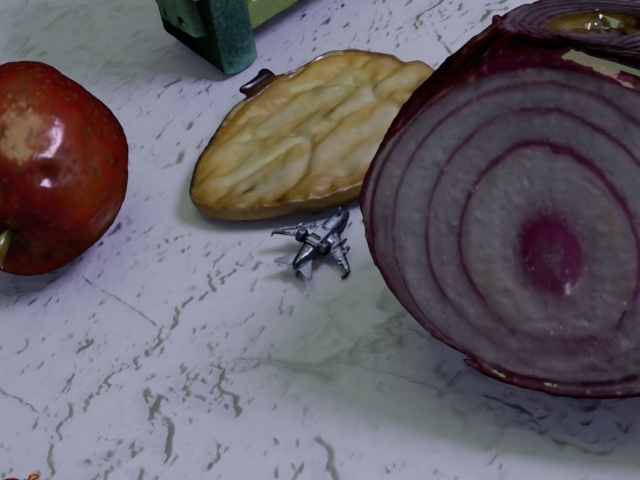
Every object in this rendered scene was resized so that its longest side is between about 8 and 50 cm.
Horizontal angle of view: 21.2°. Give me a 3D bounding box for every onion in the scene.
[{"bbox_3d":[0.215,-0.049,1.262,0.337,0.282,0.260,-1,23,29],"label":"onion"}]

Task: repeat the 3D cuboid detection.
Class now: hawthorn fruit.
[{"bbox_3d":[-0.258,-0.048,1.472,0.179,0.179,0.200,-1,50,15],"label":"hawthorn fruit"}]

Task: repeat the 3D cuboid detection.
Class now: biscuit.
[{"bbox_3d":[-0.003,-0.092,1.544,0.260,0.041,0.203,-31,47,-16],"label":"biscuit"}]

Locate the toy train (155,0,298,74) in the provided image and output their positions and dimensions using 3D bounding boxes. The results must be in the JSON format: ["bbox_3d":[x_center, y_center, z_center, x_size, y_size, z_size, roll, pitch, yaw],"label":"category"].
[{"bbox_3d":[-0.035,-0.339,1.656,0.397,0.253,0.160,-37,53,-23],"label":"toy train"}]

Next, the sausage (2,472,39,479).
[{"bbox_3d":[-0.252,0.225,1.266,0.050,0.048,0.145,-27,20,51],"label":"sausage"}]

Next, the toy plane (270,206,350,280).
[{"bbox_3d":[0.000,0.000,1.447,0.078,0.031,0.083,30,59,20],"label":"toy plane"}]
